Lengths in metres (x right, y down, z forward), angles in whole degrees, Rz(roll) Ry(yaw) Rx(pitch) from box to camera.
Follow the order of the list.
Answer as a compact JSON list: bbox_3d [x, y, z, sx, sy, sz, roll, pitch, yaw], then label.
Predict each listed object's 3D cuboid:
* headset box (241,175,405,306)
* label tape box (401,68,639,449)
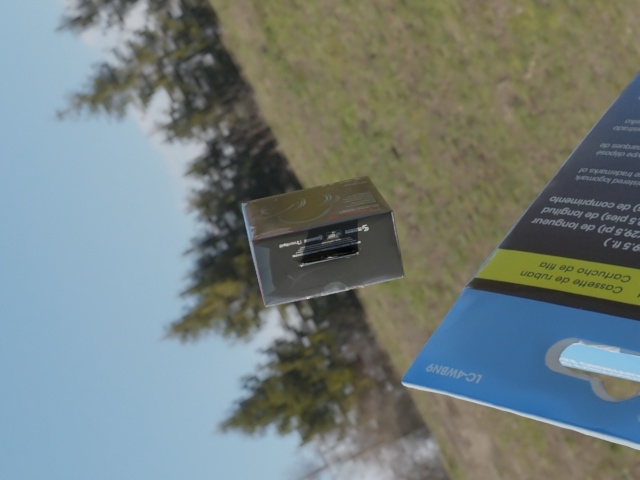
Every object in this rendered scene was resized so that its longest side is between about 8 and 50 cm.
[{"bbox_3d":[0.000,0.000,0.620,0.083,0.062,0.032,-112,10,-76],"label":"headset box"},{"bbox_3d":[0.247,0.016,0.789,0.249,0.347,0.115,10,139,42],"label":"label tape box"}]
